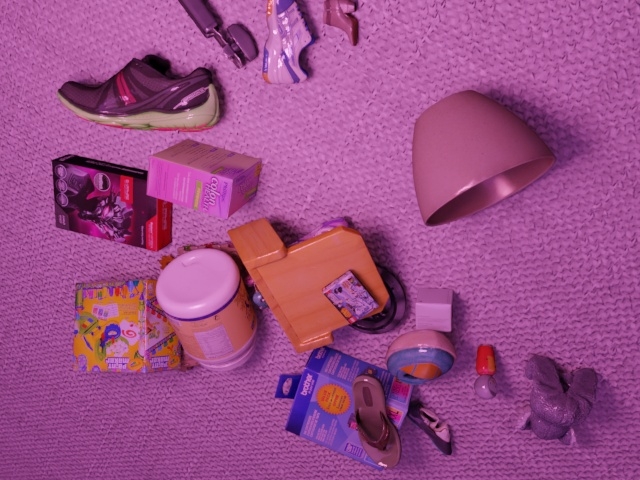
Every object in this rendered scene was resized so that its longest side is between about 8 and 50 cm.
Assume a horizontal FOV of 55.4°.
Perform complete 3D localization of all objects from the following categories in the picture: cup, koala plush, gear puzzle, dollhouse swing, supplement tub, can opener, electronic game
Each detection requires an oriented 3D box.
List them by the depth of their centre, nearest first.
[{"bbox_3d":[0.350,-0.212,1.453,0.331,0.331,0.237,-30,74,25],"label":"cup"},{"bbox_3d":[-0.278,-0.584,1.614,0.095,0.076,0.283,-37,98,-6],"label":"can opener"},{"bbox_3d":[0.645,0.475,1.696,0.196,0.203,0.221,15,127,11],"label":"koala plush"},{"bbox_3d":[-0.030,0.082,1.721,0.304,0.315,0.347,-31,120,-5],"label":"dollhouse swing"},{"bbox_3d":[0.140,0.171,1.792,0.229,0.048,0.229,9,113,21],"label":"electronic game"},{"bbox_3d":[-0.322,0.213,1.799,0.240,0.241,0.331,4,137,16],"label":"supplement tub"},{"bbox_3d":[-0.357,0.080,1.915,0.338,0.044,0.176,-4,120,22],"label":"gear puzzle"}]

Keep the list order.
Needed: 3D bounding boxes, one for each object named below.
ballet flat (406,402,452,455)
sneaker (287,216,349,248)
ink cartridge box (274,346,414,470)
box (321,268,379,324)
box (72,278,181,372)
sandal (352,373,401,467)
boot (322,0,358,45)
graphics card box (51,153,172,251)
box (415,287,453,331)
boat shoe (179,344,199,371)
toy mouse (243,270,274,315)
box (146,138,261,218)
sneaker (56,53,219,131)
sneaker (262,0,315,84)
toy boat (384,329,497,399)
[{"bbox_3d":[0.351,0.579,1.884,0.203,0.074,0.074,45,117,-2],"label":"ballet flat"},{"bbox_3d":[0.000,0.000,1.745,0.095,0.105,0.236,46,138,-16],"label":"sneaker"},{"bbox_3d":[0.060,0.506,1.902,0.395,0.151,0.270,21,116,10],"label":"ink cartridge box"},{"bbox_3d":[0.080,0.151,1.615,0.094,0.027,0.137,-35,119,8],"label":"box"},{"bbox_3d":[-0.607,0.269,1.921,0.289,0.177,0.279,-4,82,24],"label":"box"},{"bbox_3d":[0.147,0.530,1.751,0.120,0.086,0.303,-12,107,20],"label":"sandal"},{"bbox_3d":[0.049,-0.551,1.534,0.086,0.042,0.119,7,112,21],"label":"boot"},{"bbox_3d":[-0.645,-0.119,1.892,0.370,0.094,0.233,14,115,12],"label":"graphics card box"},{"bbox_3d":[0.321,0.193,1.716,0.101,0.101,0.087,1,111,15],"label":"box"},{"bbox_3d":[-0.460,0.387,2.025,0.341,0.122,0.110,-13,106,20],"label":"boat shoe"},{"bbox_3d":[-0.193,0.150,1.789,0.031,0.143,0.161,-30,75,-6],"label":"toy mouse"},{"bbox_3d":[-0.320,-0.177,1.699,0.242,0.213,0.117,16,115,10],"label":"box"},{"bbox_3d":[-0.503,-0.413,1.706,0.482,0.185,0.202,5,95,12],"label":"sneaker"},{"bbox_3d":[-0.075,-0.548,1.550,0.130,0.112,0.297,4,115,-3],"label":"sneaker"},{"bbox_3d":[0.344,0.355,1.716,0.318,0.148,0.267,8,152,-2],"label":"toy boat"}]
